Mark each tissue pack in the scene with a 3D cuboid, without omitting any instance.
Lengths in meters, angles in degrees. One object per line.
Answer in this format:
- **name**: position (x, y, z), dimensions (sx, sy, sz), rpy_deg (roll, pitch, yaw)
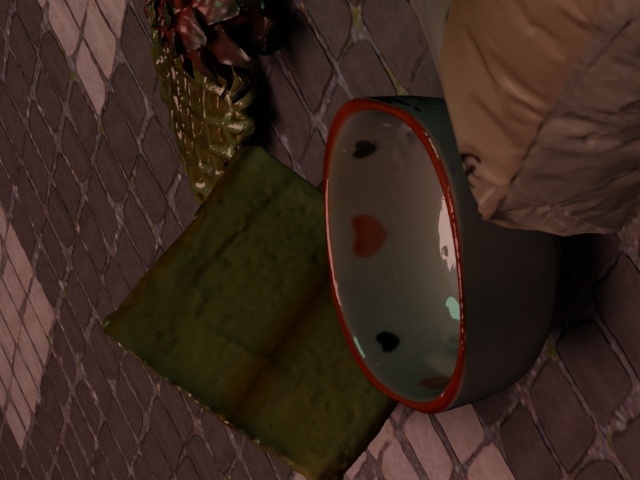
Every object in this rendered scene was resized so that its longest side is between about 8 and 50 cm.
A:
- **tissue pack**: position (0.155, -0.226, 1.166), dimensions (0.390, 0.195, 0.375), rpy_deg (116, 146, -58)

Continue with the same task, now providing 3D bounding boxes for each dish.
- **dish**: position (0.101, 0.002, 1.501), dimensions (0.256, 0.117, 0.256), rpy_deg (171, 90, -67)

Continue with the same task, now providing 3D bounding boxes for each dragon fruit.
- **dragon fruit**: position (-0.096, -0.208, 1.803), dimensions (0.142, 0.121, 0.130), rpy_deg (43, -174, 3)

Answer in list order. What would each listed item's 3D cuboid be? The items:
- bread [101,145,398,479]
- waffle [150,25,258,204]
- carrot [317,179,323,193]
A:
- **bread**: position (-0.055, 0.117, 1.751), dimensions (0.233, 0.245, 0.361), rpy_deg (34, 153, 3)
- **waffle**: position (-0.118, -0.153, 1.962), dimensions (0.208, 0.054, 0.214), rpy_deg (124, 130, -65)
- **carrot**: position (0.000, 0.000, 1.825), dimensions (0.066, 0.062, 0.271), rpy_deg (35, 156, 0)
